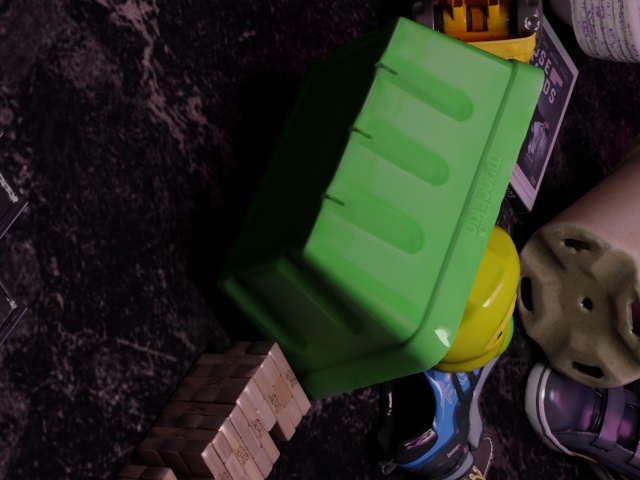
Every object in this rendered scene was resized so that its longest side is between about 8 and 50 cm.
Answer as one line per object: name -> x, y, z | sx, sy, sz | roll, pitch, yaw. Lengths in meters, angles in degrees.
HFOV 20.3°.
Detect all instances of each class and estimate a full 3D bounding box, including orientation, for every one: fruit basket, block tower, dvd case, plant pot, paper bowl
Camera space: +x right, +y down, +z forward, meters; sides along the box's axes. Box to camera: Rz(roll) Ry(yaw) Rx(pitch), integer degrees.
fruit basket -> 0.111, 0.008, 1.849 | 0.392, 0.283, 0.392 | 11, 71, -33
block tower -> -0.132, 0.244, 1.696 | 0.335, 0.091, 0.097 | -55, 129, -38
dvd case -> 0.256, -0.182, 2.294 | 0.179, 0.029, 0.239 | 50, 51, -41
plant pot -> 0.425, 0.034, 2.308 | 0.305, 0.334, 0.334 | -24, 108, -40
paper bowl -> 0.391, -0.379, 2.357 | 0.284, 0.148, 0.284 | -35, 130, -56

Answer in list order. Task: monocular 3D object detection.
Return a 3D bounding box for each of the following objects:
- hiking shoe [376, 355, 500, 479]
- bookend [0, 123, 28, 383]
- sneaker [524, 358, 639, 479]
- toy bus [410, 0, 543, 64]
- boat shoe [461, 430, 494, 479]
hiking shoe -> 0.138, 0.123, 2.049 | 0.132, 0.113, 0.304 | 21, 71, -52
bookend -> -0.294, 0.013, 1.503 | 0.156, 0.072, 0.157 | -58, 132, -38
sneaker -> 0.394, 0.247, 2.384 | 0.321, 0.127, 0.126 | 37, 61, -45
toy bus -> 0.193, -0.241, 2.120 | 0.211, 0.149, 0.220 | 76, 14, -47
boat shoe -> 0.158, 0.304, 2.105 | 0.228, 0.068, 0.081 | -51, 127, -42
